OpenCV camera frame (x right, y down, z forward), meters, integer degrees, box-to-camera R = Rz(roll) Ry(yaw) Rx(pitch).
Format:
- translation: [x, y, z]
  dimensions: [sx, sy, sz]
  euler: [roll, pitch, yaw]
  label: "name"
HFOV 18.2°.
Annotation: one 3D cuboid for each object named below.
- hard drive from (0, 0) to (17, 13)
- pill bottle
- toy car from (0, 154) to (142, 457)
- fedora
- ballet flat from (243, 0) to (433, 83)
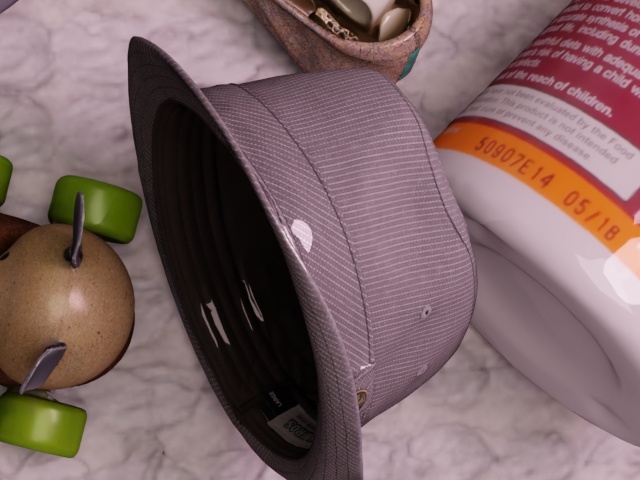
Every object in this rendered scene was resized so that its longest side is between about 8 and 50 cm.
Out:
- translation: [-0.148, -0.247, 1.075]
  dimensions: [0.255, 0.054, 0.172]
  euler: [-47, 65, 4]
  label: "hard drive"
- translation: [0.251, -0.088, 1.155]
  dimensions: [0.392, 0.224, 0.224]
  euler: [-45, 100, -12]
  label: "pill bottle"
- translation: [-0.159, 0.031, 1.052]
  dimensions: [0.149, 0.188, 0.155]
  euler: [15, 84, -15]
  label: "toy car"
- translation: [0.000, 0.000, 1.063]
  dimensions: [0.124, 0.244, 0.275]
  euler: [-24, 132, -18]
  label: "fedora"
- translation: [-0.050, -0.213, 1.135]
  dimensions: [0.316, 0.106, 0.107]
  euler: [41, 78, -11]
  label: "ballet flat"
